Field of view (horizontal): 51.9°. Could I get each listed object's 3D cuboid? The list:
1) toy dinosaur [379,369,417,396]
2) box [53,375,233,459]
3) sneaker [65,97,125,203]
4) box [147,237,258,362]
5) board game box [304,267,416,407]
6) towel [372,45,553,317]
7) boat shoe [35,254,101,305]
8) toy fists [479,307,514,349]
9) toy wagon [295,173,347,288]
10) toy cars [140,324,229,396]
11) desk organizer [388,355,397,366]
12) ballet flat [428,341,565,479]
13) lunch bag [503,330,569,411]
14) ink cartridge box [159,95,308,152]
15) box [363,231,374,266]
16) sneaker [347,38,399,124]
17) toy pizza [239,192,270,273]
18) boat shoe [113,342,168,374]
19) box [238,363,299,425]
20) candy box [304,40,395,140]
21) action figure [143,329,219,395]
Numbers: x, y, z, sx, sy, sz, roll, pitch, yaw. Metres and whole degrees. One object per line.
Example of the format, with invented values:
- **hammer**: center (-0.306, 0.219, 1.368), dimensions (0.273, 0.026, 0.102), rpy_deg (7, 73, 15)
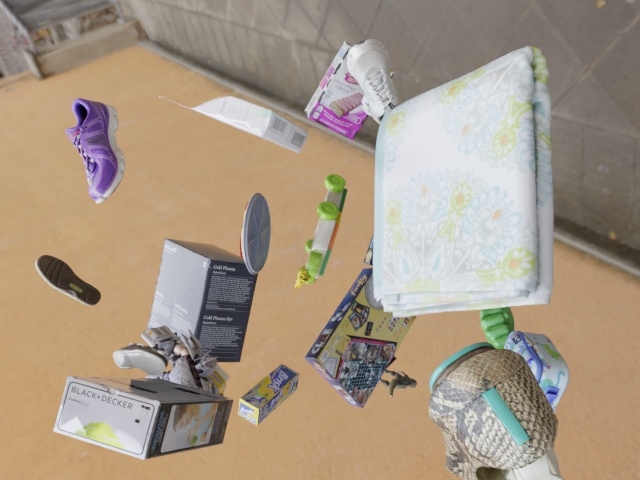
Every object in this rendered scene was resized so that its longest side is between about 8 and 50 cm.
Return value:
- **toy dinosaur**: center (0.244, 0.472, 2.216), dimensions (0.118, 0.064, 0.268), rpy_deg (24, -173, 26)
- **box**: center (-0.283, 0.290, 1.104), dimensions (0.169, 0.087, 0.290), rpy_deg (11, 170, 16)
- **sneaker**: center (-0.330, -0.129, 0.941), dimensions (0.068, 0.071, 0.169), rpy_deg (-32, 61, 29)
- **box**: center (-0.373, 0.181, 2.060), dimensions (0.343, 0.179, 0.312), rpy_deg (19, 99, 53)
- **board game box**: center (0.090, 0.201, 1.379), dimensions (0.042, 0.243, 0.165), rpy_deg (-6, 131, 52)
- **towel**: center (0.214, -0.072, 1.023), dimensions (0.321, 0.090, 0.374), rpy_deg (-12, 73, 52)
- **boat shoe**: center (-0.671, 0.110, 1.732), dimensions (0.190, 0.068, 0.072), rpy_deg (46, 155, -21)
- **toy fists**: center (0.520, 0.199, 1.941), dimensions (0.142, 0.096, 0.279), rpy_deg (41, -140, -45)
- **toy wagon**: center (0.000, 0.000, 1.745), dimensions (0.344, 0.068, 0.267), rpy_deg (-76, 3, -47)
- **toy cars**: center (-0.365, 0.341, 1.855), dimensions (0.176, 0.087, 0.393), rpy_deg (27, 159, 51)
- **desk organizer**: center (0.130, 0.324, 1.689), dimensions (0.047, 0.130, 0.050), rpy_deg (55, 162, -21)
- **ballet flat**: center (0.249, 0.283, 0.866), dimensions (0.182, 0.164, 0.482), rpy_deg (57, 180, 30)
- **lunch bag**: center (0.429, 0.311, 1.376), dimensions (0.176, 0.090, 0.218), rpy_deg (-96, 18, -65)
- **ink cartridge box**: center (-0.155, -0.234, 1.218), dimensions (0.225, 0.056, 0.181), rpy_deg (26, -173, 18)
- **box**: center (0.274, 0.033, 2.290), dimensions (0.220, 0.175, 0.051), rpy_deg (21, 178, -25)
- **sneaker**: center (0.150, -0.393, 1.678), dimensions (0.118, 0.110, 0.292), rpy_deg (66, -174, 32)
- **toy pizza**: center (-0.165, -0.017, 1.617), dimensions (0.201, 0.032, 0.201), rpy_deg (3, -90, -78)
- **boat shoe**: center (-0.283, 0.188, 1.058), dimensions (0.125, 0.038, 0.046), rpy_deg (-7, 109, 41)
- **box**: center (-0.121, 0.365, 1.566), dimensions (0.059, 0.169, 0.054), rpy_deg (24, 121, 24)
- **candy box**: center (0.082, -0.426, 1.883), dimensions (0.233, 0.159, 0.071), rpy_deg (-59, 25, 19)
- **action figure**: center (-0.317, 0.296, 1.326), dimensions (0.099, 0.285, 0.185), rpy_deg (26, -140, -59)
